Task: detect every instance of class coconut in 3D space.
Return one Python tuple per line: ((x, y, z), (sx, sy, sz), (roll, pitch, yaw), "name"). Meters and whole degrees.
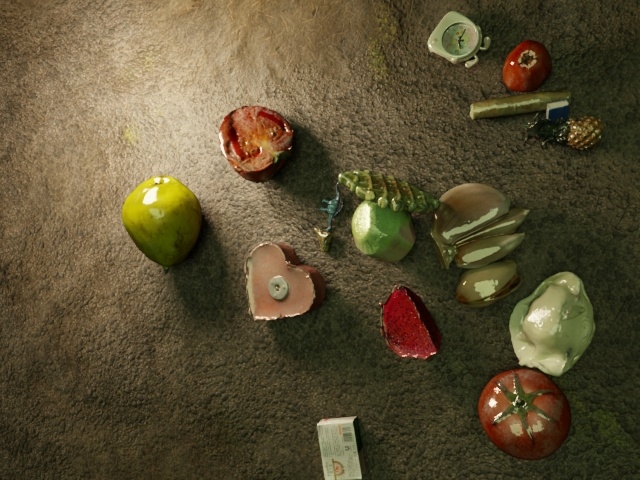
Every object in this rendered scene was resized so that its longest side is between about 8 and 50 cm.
((0.222, -0.034, 1.801), (0.235, 0.236, 0.205), (29, 107, 16), "coconut")

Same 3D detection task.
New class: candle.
((-0.141, 0.175, 1.938), (0.317, 0.131, 0.287), (37, 103, 25), "candle")

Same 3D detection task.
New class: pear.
((-0.588, -0.056, 2.017), (0.287, 0.287, 0.376), (3, 101, 17), "pear")

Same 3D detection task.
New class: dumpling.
((0.720, 0.261, 1.677), (0.242, 0.187, 0.318), (-2, 69, 55), "dumpling")

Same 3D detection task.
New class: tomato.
((-0.244, -0.338, 1.983), (0.308, 0.170, 0.309), (4, 58, -6), "tomato")
((0.618, 0.528, 1.619), (0.264, 0.265, 0.265), (-1, 86, 16), "tomato")

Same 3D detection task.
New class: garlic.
((0.501, -0.052, 1.750), (0.325, 0.132, 0.279), (-29, 76, 6), "garlic")

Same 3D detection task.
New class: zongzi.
((0.000, 0.000, 1.953), (0.083, 0.040, 0.076), (19, 98, 29), "zongzi")

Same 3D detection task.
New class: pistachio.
((0.541, 0.142, 1.728), (0.215, 0.144, 0.144), (-27, 79, 16), "pistachio")

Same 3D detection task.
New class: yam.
((0.659, -0.451, 1.771), (0.317, 0.067, 0.071), (-5, 57, 15), "yam")

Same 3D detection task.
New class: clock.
((0.481, -0.685, 1.846), (0.191, 0.062, 0.151), (38, 96, 15), "clock")

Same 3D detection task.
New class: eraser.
((0.766, -0.414, 1.727), (0.063, 0.085, 0.027), (-9, 63, 17), "eraser")

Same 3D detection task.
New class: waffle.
((0.227, -0.162, 1.754), (0.309, 0.291, 0.056), (31, 115, 37), "waffle")

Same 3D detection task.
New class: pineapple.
((0.767, -0.351, 1.710), (0.237, 0.111, 0.119), (5, 114, 18), "pineapple")

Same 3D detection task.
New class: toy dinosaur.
((0.043, -0.128, 1.944), (0.080, 0.045, 0.198), (18, 98, 4), "toy dinosaur")

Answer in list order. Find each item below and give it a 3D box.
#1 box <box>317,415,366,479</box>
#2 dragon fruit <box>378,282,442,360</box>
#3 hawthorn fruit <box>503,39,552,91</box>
((0.073, 0.721, 1.853), (0.135, 0.081, 0.199), (-10, 81, 16), "box")
((0.292, 0.289, 1.806), (0.161, 0.126, 0.274), (-35, 68, 21), "dragon fruit")
((0.662, -0.569, 1.709), (0.162, 0.203, 0.163), (-2, 83, 17), "hawthorn fruit")
